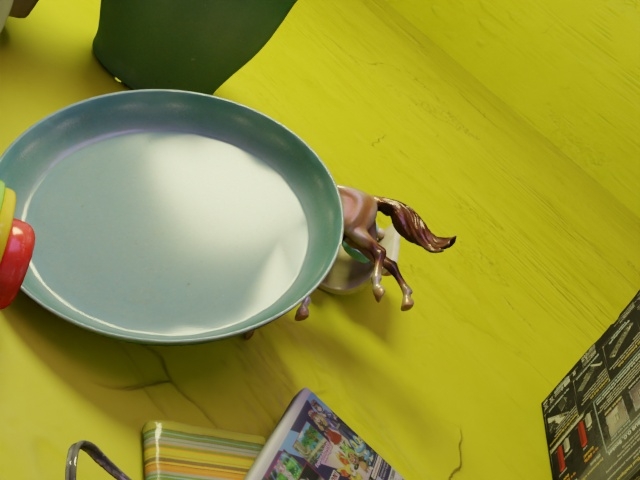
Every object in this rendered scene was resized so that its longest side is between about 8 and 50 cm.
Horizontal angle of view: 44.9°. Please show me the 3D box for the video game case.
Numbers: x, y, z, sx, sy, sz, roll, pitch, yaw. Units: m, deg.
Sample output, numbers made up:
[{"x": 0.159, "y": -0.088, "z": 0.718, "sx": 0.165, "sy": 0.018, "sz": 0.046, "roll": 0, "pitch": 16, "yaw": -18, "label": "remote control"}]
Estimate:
[{"x": 0.021, "y": 0.224, "z": 0.588, "sx": 0.183, "sy": 0.023, "sz": 0.201, "roll": 43, "pitch": 23, "yaw": 0, "label": "video game case"}]

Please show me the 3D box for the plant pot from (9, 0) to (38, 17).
[{"x": -0.395, "y": -0.423, "z": 0.882, "sx": 0.323, "sy": 0.280, "sz": 0.323, "roll": 21, "pitch": 12, "yaw": -5, "label": "plant pot"}]

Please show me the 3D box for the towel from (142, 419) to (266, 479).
[{"x": -0.069, "y": 0.224, "z": 0.521, "sx": 0.102, "sy": 0.021, "sz": 0.237, "roll": 16, "pitch": 32, "yaw": -24, "label": "towel"}]

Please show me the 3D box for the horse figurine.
[{"x": 0.000, "y": 0.000, "z": 0.803, "sx": 0.263, "sy": 0.066, "sz": 0.174, "roll": -10, "pitch": 61, "yaw": -15, "label": "horse figurine"}]

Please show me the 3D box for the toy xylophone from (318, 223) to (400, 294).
[{"x": -0.051, "y": -0.060, "z": 0.953, "sx": 0.322, "sy": 0.081, "sz": 0.236, "roll": 28, "pitch": 26, "yaw": -15, "label": "toy xylophone"}]

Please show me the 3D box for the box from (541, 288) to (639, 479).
[{"x": 0.360, "y": 0.156, "z": 0.815, "sx": 0.076, "sy": 0.307, "sz": 0.242, "roll": 29, "pitch": 25, "yaw": -4, "label": "box"}]

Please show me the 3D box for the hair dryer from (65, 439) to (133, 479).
[{"x": -0.100, "y": 0.229, "z": 0.372, "sx": 0.223, "sy": 0.080, "sz": 0.293, "roll": -3, "pitch": 53, "yaw": -56, "label": "hair dryer"}]

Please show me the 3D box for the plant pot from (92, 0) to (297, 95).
[{"x": -0.180, "y": -0.334, "z": 1.065, "sx": 0.271, "sy": 0.255, "sz": 0.272, "roll": 27, "pitch": 27, "yaw": -16, "label": "plant pot"}]

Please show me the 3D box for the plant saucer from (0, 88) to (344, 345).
[{"x": -0.137, "y": -0.026, "z": 0.714, "sx": 0.317, "sy": 0.044, "sz": 0.318, "roll": 6, "pitch": 47, "yaw": -7, "label": "plant saucer"}]

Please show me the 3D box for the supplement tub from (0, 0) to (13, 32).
[{"x": -0.460, "y": -0.290, "z": 0.669, "sx": 0.331, "sy": 0.241, "sz": 0.241, "roll": 40, "pitch": 26, "yaw": 12, "label": "supplement tub"}]

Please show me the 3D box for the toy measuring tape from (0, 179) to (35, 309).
[{"x": -0.253, "y": 0.040, "z": 0.503, "sx": 0.121, "sy": 0.121, "sz": 0.330, "roll": 21, "pitch": 29, "yaw": -28, "label": "toy measuring tape"}]
